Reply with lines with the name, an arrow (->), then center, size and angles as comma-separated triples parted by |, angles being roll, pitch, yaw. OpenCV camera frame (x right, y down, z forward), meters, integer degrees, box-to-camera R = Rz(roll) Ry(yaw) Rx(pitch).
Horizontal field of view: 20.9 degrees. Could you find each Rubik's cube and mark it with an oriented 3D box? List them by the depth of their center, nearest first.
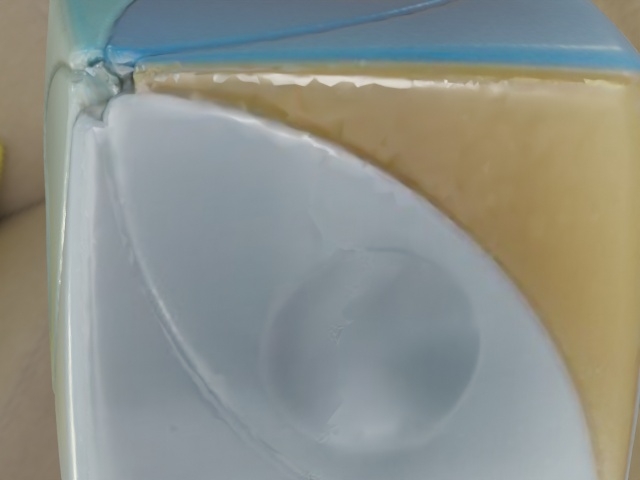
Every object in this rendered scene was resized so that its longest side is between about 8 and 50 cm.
Rubik's cube -> 0.000, 0.000, 1.118 | 0.352, 0.351, 0.347 | -2, 111, -12
